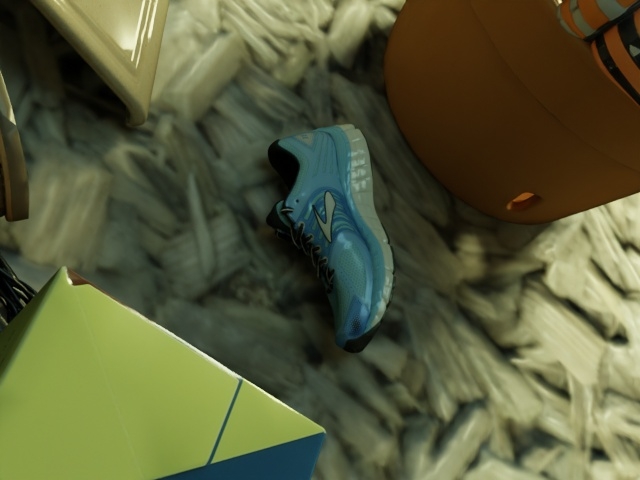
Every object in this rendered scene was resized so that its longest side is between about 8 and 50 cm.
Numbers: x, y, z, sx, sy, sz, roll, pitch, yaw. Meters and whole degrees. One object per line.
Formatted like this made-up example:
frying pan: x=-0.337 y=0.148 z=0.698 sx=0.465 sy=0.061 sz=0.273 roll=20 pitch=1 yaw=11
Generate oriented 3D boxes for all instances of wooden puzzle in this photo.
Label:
wooden puzzle: x=-0.156 y=-0.219 z=0.836 sx=0.239 sy=0.044 sz=0.221 roll=55 pitch=32 yaw=-47

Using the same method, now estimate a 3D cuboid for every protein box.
protein box: x=-0.128 y=0.159 z=0.571 sx=0.136 sy=0.201 sz=0.200 roll=34 pitch=47 yaw=-15

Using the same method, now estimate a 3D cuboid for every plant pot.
plant pot: x=0.180 y=-0.144 z=0.997 sx=0.290 sy=0.203 sz=0.291 roll=20 pitch=52 yaw=-27

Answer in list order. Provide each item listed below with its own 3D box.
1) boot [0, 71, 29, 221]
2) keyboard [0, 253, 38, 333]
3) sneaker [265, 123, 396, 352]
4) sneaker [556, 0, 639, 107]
boot: x=-0.252 y=-0.129 z=0.752 sx=0.115 sy=0.112 sz=0.305 roll=-24 pitch=74 yaw=-23
keyboard: x=-0.206 y=0.014 z=0.721 sx=0.192 sy=0.038 sz=0.100 roll=51 pitch=45 yaw=0
sneaker: x=0.000 y=0.000 z=0.883 sx=0.073 sy=0.063 sz=0.162 roll=-2 pitch=58 yaw=-18
sneaker: x=0.287 y=-0.142 z=0.867 sx=0.321 sy=0.124 sz=0.180 roll=-39 pitch=93 yaw=-34
